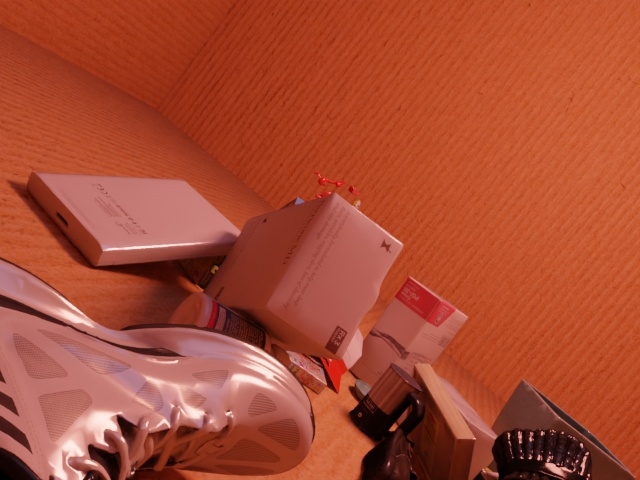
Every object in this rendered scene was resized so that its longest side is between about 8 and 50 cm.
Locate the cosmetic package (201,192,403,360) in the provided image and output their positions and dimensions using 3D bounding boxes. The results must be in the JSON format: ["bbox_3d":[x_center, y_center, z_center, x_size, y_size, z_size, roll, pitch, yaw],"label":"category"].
[{"bbox_3d":[-0.055,0.066,1.132,0.156,0.217,0.385,36,-21,-17],"label":"cosmetic package"}]

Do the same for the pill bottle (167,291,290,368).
[{"bbox_3d":[-0.138,0.165,1.007,0.180,0.108,0.108,36,6,-28],"label":"pill bottle"}]

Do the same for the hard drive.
[{"bbox_3d":[-0.331,-0.045,1.245,0.233,0.047,0.353,40,24,26],"label":"hard drive"}]

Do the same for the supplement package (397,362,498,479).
[{"bbox_3d":[0.276,0.417,1.506,0.139,0.134,0.244,36,6,-26],"label":"supplement package"}]

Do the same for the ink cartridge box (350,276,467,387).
[{"bbox_3d":[0.222,0.257,1.685,0.117,0.283,0.207,38,4,35],"label":"ink cartridge box"}]

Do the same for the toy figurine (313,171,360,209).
[{"bbox_3d":[0.000,0.000,1.911,0.191,0.363,0.217,30,6,-22],"label":"toy figurine"}]

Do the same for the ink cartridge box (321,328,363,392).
[{"bbox_3d":[0.034,0.201,1.480,0.232,0.066,0.189,-86,152,-73],"label":"ink cartridge box"}]

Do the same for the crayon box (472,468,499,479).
[{"bbox_3d":[0.402,0.560,1.145,0.202,0.081,0.318,22,22,-33],"label":"crayon box"}]

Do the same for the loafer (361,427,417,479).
[{"bbox_3d":[0.120,0.388,1.113,0.078,0.080,0.220,49,12,7],"label":"loafer"}]

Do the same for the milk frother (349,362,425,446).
[{"bbox_3d":[0.158,0.343,1.342,0.129,0.135,0.143,43,7,29],"label":"milk frother"}]

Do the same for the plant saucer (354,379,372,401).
[{"bbox_3d":[0.119,0.364,1.499,0.119,0.021,0.119,39,5,-4],"label":"plant saucer"}]

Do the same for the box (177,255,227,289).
[{"bbox_3d":[-0.255,0.021,1.417,0.179,0.105,0.043,44,9,39],"label":"box"}]

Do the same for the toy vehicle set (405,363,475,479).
[{"bbox_3d":[0.227,0.381,1.296,0.035,0.166,0.267,2,19,-10],"label":"toy vehicle set"}]

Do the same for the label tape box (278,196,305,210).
[{"bbox_3d":[-0.041,0.103,1.664,0.249,0.348,0.115,35,-35,-22],"label":"label tape box"}]

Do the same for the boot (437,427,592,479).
[{"bbox_3d":[0.300,0.407,1.081,0.348,0.131,0.260,24,35,-7],"label":"boot"}]

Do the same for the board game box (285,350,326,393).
[{"bbox_3d":[-0.059,0.239,1.335,0.154,0.026,0.103,37,6,-12],"label":"board game box"}]

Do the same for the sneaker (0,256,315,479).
[{"bbox_3d":[-0.173,0.187,0.560,0.447,0.169,0.257,26,20,-30],"label":"sneaker"}]

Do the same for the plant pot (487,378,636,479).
[{"bbox_3d":[0.538,0.540,1.596,0.248,0.252,0.247,38,5,-6],"label":"plant pot"}]

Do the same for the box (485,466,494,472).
[{"bbox_3d":[0.367,0.553,1.396,0.087,0.058,0.232,39,5,6],"label":"box"}]
